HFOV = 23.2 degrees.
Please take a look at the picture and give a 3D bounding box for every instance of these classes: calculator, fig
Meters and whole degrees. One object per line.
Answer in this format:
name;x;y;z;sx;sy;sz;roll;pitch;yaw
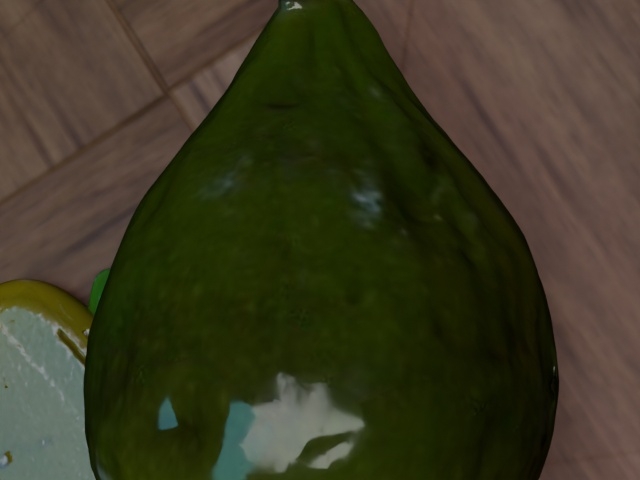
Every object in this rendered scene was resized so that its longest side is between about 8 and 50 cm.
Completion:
calculator;-0.172;0.107;0.863;0.235;0.032;0.146;-45;79;2
fig;0.020;0.023;0.753;0.233;0.233;0.314;24;82;11
